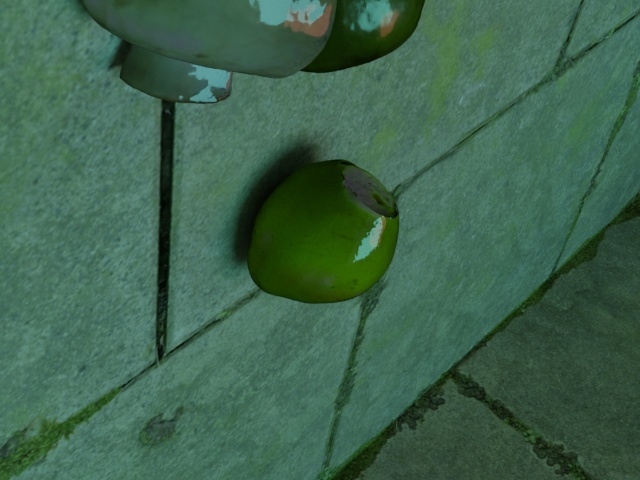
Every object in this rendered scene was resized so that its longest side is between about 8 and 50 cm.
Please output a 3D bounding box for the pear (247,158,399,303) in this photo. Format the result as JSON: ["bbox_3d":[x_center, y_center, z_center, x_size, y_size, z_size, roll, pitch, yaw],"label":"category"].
[{"bbox_3d":[0.000,0.000,1.345,0.220,0.187,0.187,-49,161,29],"label":"pear"}]

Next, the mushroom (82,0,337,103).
[{"bbox_3d":[-0.102,-0.206,0.870,0.162,0.173,0.236,-22,143,-46],"label":"mushroom"}]

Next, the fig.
[{"bbox_3d":[0.006,-0.265,0.982,0.181,0.181,0.191,-44,133,-20],"label":"fig"}]
